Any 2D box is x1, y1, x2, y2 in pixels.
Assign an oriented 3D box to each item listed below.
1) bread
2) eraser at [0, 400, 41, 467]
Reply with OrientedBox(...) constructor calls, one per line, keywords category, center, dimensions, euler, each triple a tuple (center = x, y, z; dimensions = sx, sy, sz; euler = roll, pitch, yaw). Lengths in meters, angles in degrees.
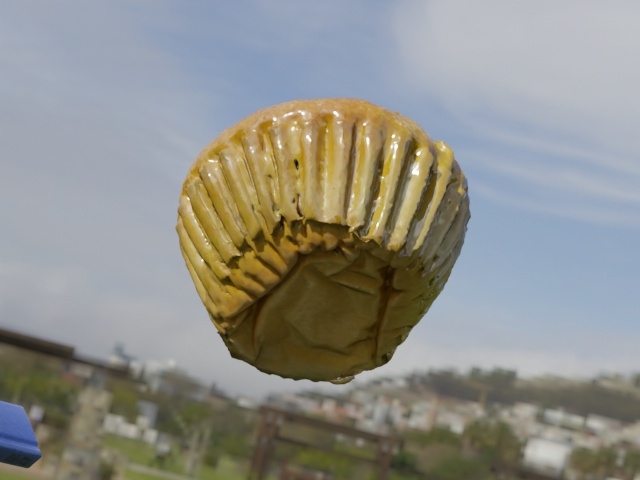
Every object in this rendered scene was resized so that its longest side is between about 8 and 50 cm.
OrientedBox(category="bread", center=(0.001, -0.004, 1.301), dimensions=(0.240, 0.139, 0.240), euler=(1, -44, 1))
OrientedBox(category="eraser", center=(-0.316, 0.184, 1.623), dimensions=(0.084, 0.027, 0.063), euler=(25, 30, -50))
